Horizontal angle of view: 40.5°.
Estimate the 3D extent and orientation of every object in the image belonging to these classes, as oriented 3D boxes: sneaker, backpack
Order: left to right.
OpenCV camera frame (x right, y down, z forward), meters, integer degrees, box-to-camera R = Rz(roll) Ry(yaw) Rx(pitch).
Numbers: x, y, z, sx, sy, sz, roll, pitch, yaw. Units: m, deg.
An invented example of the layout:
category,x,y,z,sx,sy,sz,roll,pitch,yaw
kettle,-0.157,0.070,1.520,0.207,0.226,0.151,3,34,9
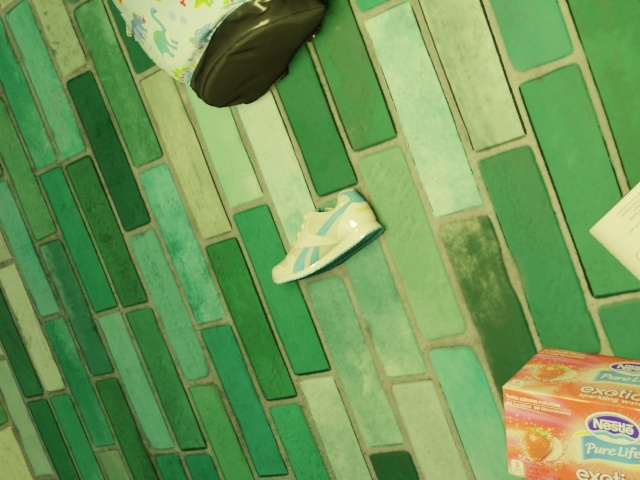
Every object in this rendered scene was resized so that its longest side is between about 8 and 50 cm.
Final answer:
category,x,y,z,sx,sy,sz,roll,pitch,yaw
backpack,-0.194,-0.412,1.330,0.290,0.274,0.355,-37,70,53
sneaker,0.000,0.000,1.435,0.229,0.087,0.092,-35,78,32

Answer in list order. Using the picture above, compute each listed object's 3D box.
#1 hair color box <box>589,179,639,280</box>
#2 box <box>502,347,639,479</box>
category,x,y,z,sx,sy,sz,roll,pitch,yaw
hair color box,0.535,0.046,1.036,0.374,0.114,0.185,47,128,13
box,0.417,0.253,1.176,0.300,0.154,0.142,5,109,36
